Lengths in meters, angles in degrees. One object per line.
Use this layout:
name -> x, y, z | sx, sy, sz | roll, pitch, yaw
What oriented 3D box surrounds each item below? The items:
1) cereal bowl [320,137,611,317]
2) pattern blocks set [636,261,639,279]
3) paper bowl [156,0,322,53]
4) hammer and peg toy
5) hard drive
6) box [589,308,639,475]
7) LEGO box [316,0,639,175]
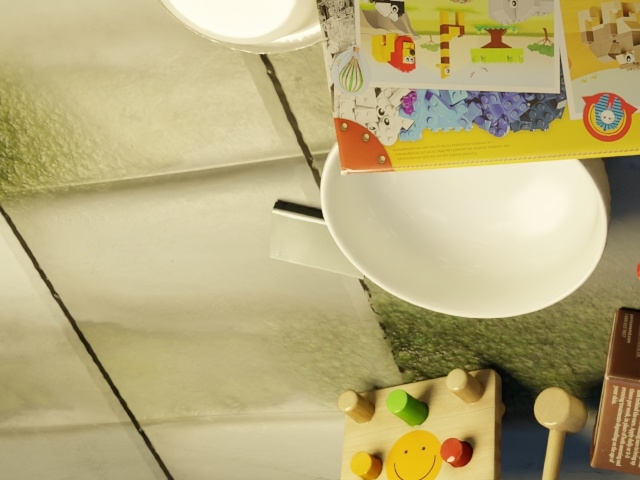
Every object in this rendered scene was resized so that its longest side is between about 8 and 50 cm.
cereal bowl -> 0.178, -0.072, 1.636 | 0.339, 0.141, 0.339 | 10, 135, 10
pattern blocks set -> 0.553, 0.012, 1.531 | 0.285, 0.026, 0.325 | 13, 154, -38
paper bowl -> -0.081, -0.328, 1.482 | 0.284, 0.148, 0.284 | 11, 136, 11
hammer and peg toy -> 0.182, 0.311, 1.918 | 0.361, 0.266, 0.127 | -14, 145, 31
hard drive -> 0.000, 0.000, 1.853 | 0.135, 0.022, 0.094 | 12, 135, 8
box -> 0.557, 0.222, 1.789 | 0.381, 0.143, 0.191 | 10, 134, 13
LEGO box -> 0.250, -0.270, 1.248 | 0.500, 0.193, 0.372 | -3, 102, 30
